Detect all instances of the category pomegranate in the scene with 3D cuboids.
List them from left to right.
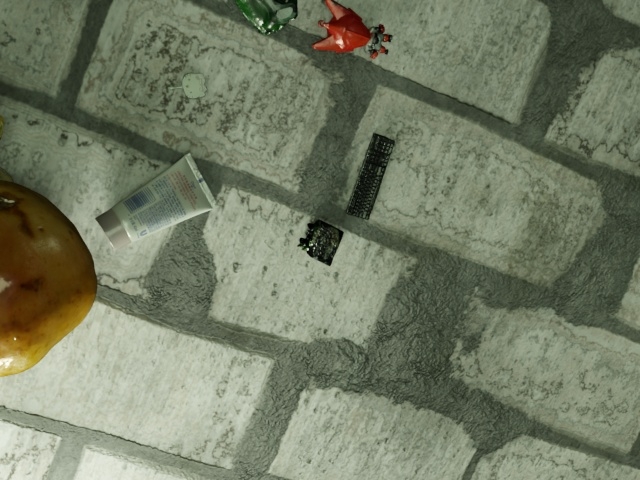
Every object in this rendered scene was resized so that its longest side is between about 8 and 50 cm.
[{"bbox_3d":[-0.636,0.088,1.490,0.409,0.410,0.411,-3,103,-11],"label":"pomegranate"}]

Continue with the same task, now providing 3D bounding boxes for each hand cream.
[{"bbox_3d":[-0.356,-0.076,1.664,0.247,0.083,0.133,-29,108,-15],"label":"hand cream"}]

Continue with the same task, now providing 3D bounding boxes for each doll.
[{"bbox_3d":[0.074,-0.445,1.670,0.169,0.057,0.109,14,102,-14],"label":"doll"}]

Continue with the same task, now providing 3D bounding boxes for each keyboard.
[{"bbox_3d":[0.115,-0.145,1.771,0.060,0.018,0.196,15,100,-18],"label":"keyboard"}]

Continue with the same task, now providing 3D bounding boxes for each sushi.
[{"bbox_3d":[0.000,0.000,1.759,0.084,0.056,0.083,27,96,-17],"label":"sushi"}]

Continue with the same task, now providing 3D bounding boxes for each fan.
[{"bbox_3d":[-0.284,-0.328,1.650,0.083,0.004,0.056,-10,105,-10],"label":"fan"}]

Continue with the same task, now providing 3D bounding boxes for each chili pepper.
[{"bbox_3d":[-0.144,-0.520,1.606,0.216,0.062,0.108,38,93,-15],"label":"chili pepper"}]

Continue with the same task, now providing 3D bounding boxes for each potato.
[{"bbox_3d":[-0.667,-0.127,1.604,0.093,0.036,0.037,50,127,0],"label":"potato"}]

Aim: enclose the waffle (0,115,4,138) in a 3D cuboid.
[{"bbox_3d":[-0.757,-0.182,1.479,0.309,0.065,0.283,-7,60,3],"label":"waffle"}]
